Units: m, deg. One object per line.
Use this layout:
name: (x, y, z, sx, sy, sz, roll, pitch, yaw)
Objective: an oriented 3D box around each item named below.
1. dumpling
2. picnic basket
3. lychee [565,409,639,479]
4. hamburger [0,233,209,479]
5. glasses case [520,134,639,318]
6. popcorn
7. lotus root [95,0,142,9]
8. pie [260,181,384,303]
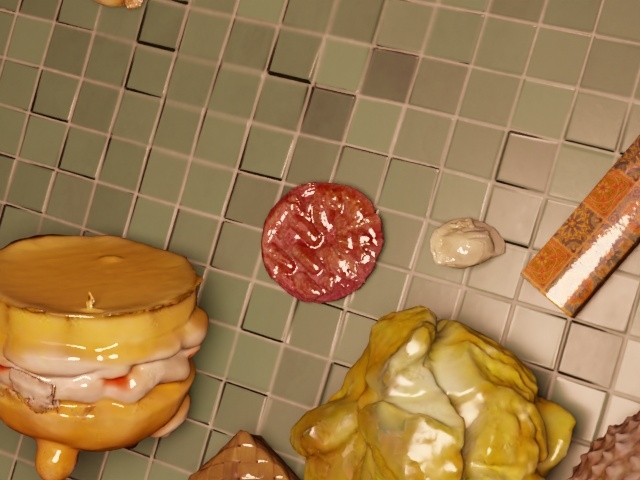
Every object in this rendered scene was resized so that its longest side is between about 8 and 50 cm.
dumpling: (0.164, 0.001, 1.253, 0.076, 0.052, 0.057, -17, 84, 15)
picnic basket: (-0.101, 0.320, 1.270, 0.178, 0.128, 0.138, -42, 70, -7)
lychee: (0.362, 0.296, 1.045, 0.300, 0.300, 0.300, -2, 84, 19)
hamburger: (-0.266, 0.134, 1.284, 0.276, 0.276, 0.237, 12, 109, 19)
glasses case: (0.315, -0.022, 1.205, 0.075, 0.049, 0.218, 42, 98, 17)
popcorn: (0.107, 0.214, 1.163, 0.225, 0.276, 0.276, 35, 98, -16)
lotus root: (-0.278, -0.344, 1.433, 0.150, 0.062, 0.073, 43, 99, 19)
pie: (0.000, 0.000, 1.319, 0.154, 0.036, 0.154, -2, 84, 17)
